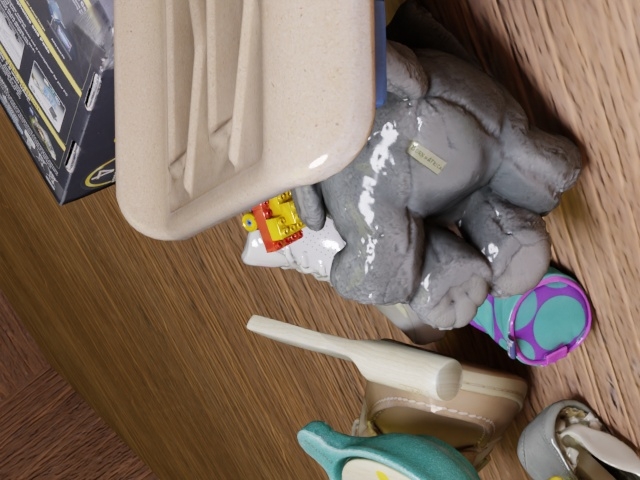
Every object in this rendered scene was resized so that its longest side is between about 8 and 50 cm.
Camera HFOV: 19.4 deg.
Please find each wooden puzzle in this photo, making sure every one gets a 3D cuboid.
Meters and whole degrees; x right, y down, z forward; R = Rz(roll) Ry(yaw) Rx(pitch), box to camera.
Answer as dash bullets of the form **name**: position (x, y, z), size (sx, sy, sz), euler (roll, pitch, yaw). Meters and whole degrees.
- **wooden puzzle**: position (-0.031, -0.171, 0.940), size (0.348, 0.080, 0.322), euler (166, 103, -71)

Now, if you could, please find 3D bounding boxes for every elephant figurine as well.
- **elephant figurine**: position (0.029, -0.057, 1.122), size (0.239, 0.169, 0.186), euler (44, 122, 57)

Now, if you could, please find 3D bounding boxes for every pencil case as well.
- **pencil case**: position (0.112, 0.034, 1.260), size (0.152, 0.064, 0.070), euler (32, 131, 55)

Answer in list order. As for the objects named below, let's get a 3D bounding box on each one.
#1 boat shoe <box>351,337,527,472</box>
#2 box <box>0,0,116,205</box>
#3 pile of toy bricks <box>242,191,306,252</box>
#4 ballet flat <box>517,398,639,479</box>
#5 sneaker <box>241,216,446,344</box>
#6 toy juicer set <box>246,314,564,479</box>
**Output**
- **boat shoe**: position (0.085, 0.156, 1.476), size (0.122, 0.110, 0.341), euler (17, 167, 4)
- **box**: position (-0.221, -0.253, 1.281), size (0.395, 0.097, 0.318), euler (59, 160, 10)
- **pile of toy bricks**: position (-0.018, -0.109, 1.290), size (0.105, 0.118, 0.212), euler (-10, 104, 43)
- **ballet flat**: position (0.226, 0.198, 1.315), size (0.213, 0.072, 0.068), euler (45, 134, 14)
- **sneaker**: position (0.000, 0.000, 1.421), size (0.232, 0.115, 0.090), euler (50, 166, 7)
- **toy juicer set**: position (0.083, 0.185, 1.301), size (0.329, 0.089, 0.209), euler (52, 151, -15)
